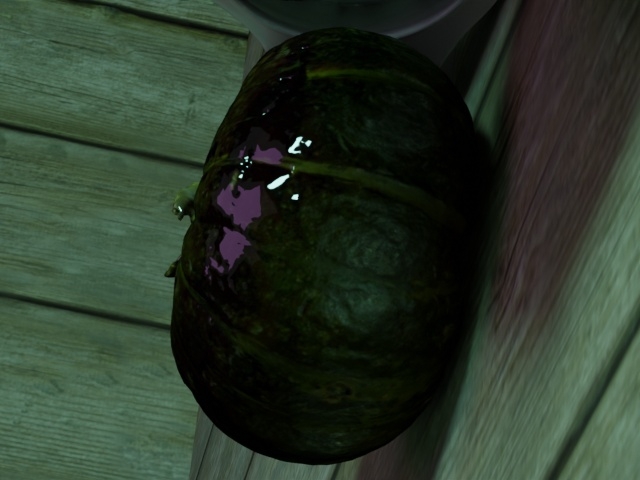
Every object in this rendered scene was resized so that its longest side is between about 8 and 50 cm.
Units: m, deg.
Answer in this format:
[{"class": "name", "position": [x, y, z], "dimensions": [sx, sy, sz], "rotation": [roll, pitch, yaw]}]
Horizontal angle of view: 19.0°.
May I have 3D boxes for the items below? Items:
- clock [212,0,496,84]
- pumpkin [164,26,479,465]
[{"class": "clock", "position": [-0.032, -0.178, 1.079], "dimensions": [0.275, 0.290, 0.080], "rotation": [99, 176, -50]}, {"class": "pumpkin", "position": [-0.003, 0.000, 1.042], "dimensions": [0.238, 0.159, 0.238], "rotation": [-172, 90, -86]}]
